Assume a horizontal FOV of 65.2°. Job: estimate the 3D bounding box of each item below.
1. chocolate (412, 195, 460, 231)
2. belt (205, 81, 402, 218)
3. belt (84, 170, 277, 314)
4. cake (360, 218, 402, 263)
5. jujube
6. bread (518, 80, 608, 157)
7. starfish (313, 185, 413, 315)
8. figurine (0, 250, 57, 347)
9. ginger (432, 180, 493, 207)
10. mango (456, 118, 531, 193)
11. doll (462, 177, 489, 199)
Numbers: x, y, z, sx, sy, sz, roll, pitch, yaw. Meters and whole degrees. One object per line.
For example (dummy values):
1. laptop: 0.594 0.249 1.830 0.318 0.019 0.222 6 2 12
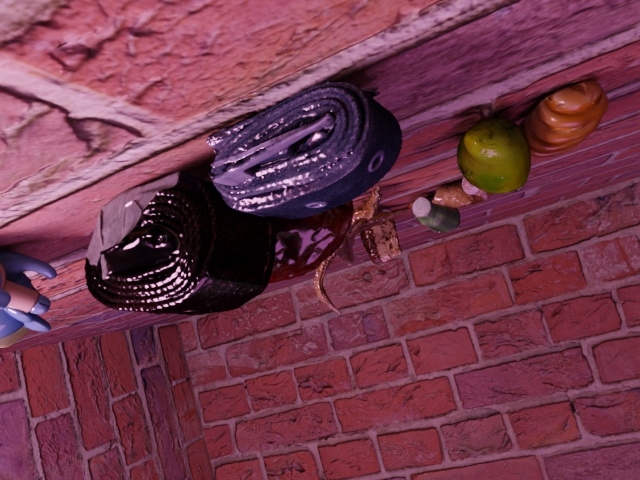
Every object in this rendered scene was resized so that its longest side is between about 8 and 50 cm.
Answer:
1. chocolate: 0.331 -0.082 1.468 0.110 0.110 0.291 -19 169 23
2. belt: -0.025 -0.097 0.570 0.218 0.122 0.128 -19 169 27
3. belt: -0.210 0.013 0.688 0.289 0.184 0.164 -12 166 35
4. cake: 0.205 0.014 1.731 0.112 0.135 0.246 -17 172 -1
5. jujube: -0.060 -0.022 0.795 0.183 0.183 0.243 -9 167 -41
6. bread: 0.412 -0.202 0.857 0.119 0.084 0.177 -17 168 2
7. starfish: 0.106 0.006 1.356 0.384 0.132 0.398 -10 133 -59
8. figurine: -0.529 0.094 0.804 0.180 0.154 0.262 3 167 -33
9. ginger: 0.384 -0.126 1.336 0.190 0.069 0.095 -14 -175 -23
10. mango: 0.294 -0.148 0.865 0.125 0.111 0.233 -5 169 32
11. doll: 0.392 -0.137 1.237 0.073 0.084 0.127 -24 177 33
